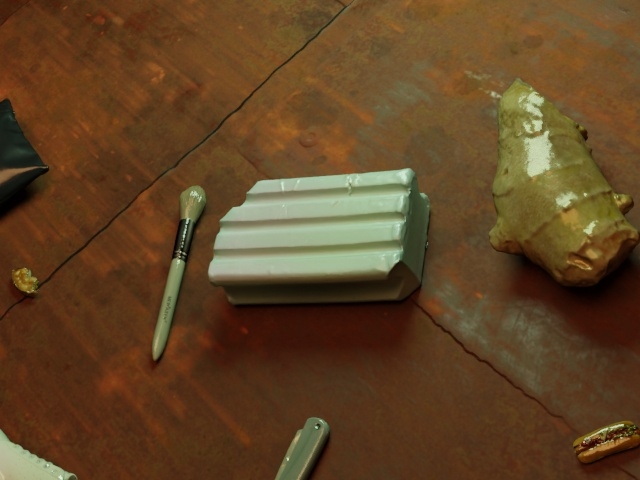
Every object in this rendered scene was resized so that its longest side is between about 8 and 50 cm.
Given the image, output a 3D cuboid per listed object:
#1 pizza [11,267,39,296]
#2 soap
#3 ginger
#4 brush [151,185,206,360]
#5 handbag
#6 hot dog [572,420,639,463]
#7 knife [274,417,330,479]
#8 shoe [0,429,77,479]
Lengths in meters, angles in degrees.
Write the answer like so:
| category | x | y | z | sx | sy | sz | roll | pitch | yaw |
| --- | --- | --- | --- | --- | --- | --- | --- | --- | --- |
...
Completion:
| category | x | y | z | sx | sy | sz | roll | pitch | yaw |
| --- | --- | --- | --- | --- | --- | --- | --- | --- | --- |
| pizza | -0.475 | 0.068 | 1.770 | 0.037 | 0.016 | 0.083 | -47 | 49 | -9 |
| soap | 0.000 | 0.000 | 1.560 | 0.289 | 0.095 | 0.173 | -3 | 58 | 22 |
| ginger | 0.307 | -0.082 | 1.469 | 0.190 | 0.126 | 0.354 | -22 | 49 | 22 |
| brush | -0.220 | 0.045 | 1.668 | 0.042 | 0.039 | 0.299 | -3 | 61 | 26 |
| handbag | -0.606 | -0.114 | 1.903 | 0.254 | 0.089 | 0.211 | -37 | 54 | 2 |
| hot dog | 0.341 | 0.238 | 1.302 | 0.083 | 0.021 | 0.037 | -25 | 53 | 8 |
| knife | -0.037 | 0.302 | 1.421 | 0.044 | 0.023 | 0.162 | 18 | 67 | 29 |
| shoe | -0.389 | 0.341 | 1.511 | 0.110 | 0.095 | 0.265 | -33 | 57 | -7 |
